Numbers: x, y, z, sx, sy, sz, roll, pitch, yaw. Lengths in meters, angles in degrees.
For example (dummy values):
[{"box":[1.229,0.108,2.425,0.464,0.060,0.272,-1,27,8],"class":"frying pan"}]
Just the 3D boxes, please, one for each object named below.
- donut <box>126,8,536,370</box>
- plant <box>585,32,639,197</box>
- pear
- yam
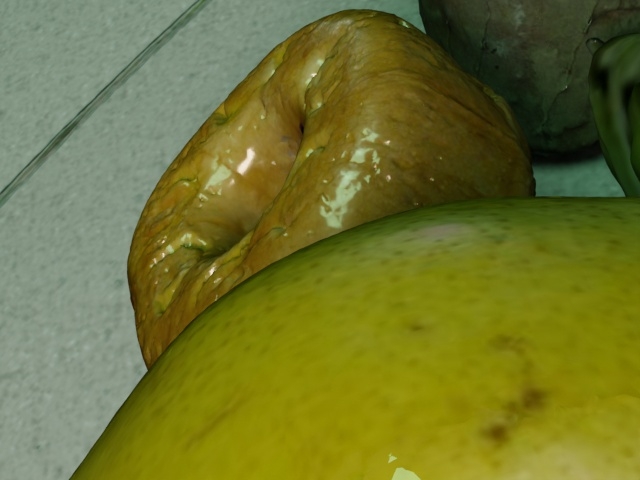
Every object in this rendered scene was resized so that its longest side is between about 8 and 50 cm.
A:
[{"box":[0.001,-0.002,0.670,0.226,0.114,0.226,-41,28,28],"class":"donut"},{"box":[0.203,0.051,0.598,0.251,0.180,0.333,15,93,38],"class":"plant"},{"box":[0.074,0.098,0.434,0.336,0.285,0.285,-47,47,-1],"class":"pear"},{"box":[0.107,-0.194,0.726,0.161,0.268,0.161,-15,34,10],"class":"yam"}]
